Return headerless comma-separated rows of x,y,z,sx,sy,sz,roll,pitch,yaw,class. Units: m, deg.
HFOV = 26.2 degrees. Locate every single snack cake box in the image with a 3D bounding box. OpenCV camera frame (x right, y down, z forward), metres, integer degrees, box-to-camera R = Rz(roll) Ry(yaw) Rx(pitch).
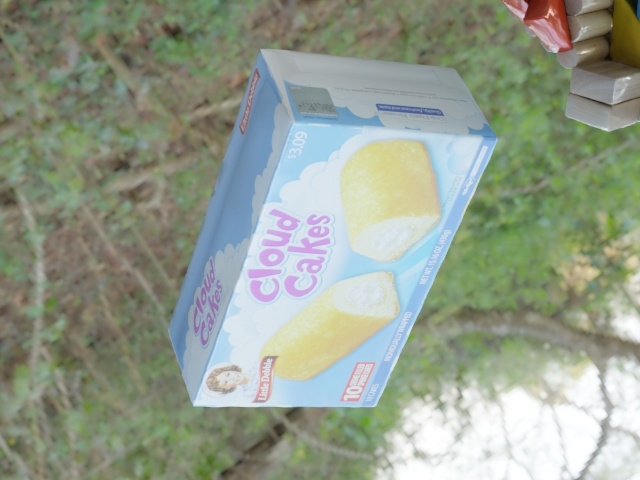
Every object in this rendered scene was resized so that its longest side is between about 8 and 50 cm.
0.000,0.000,0.982,0.152,0.089,0.264,2,131,-24,snack cake box

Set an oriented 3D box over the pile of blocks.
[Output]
0.180,-0.234,1.068,0.112,0.362,0.149,-19,158,-41,pile of blocks
